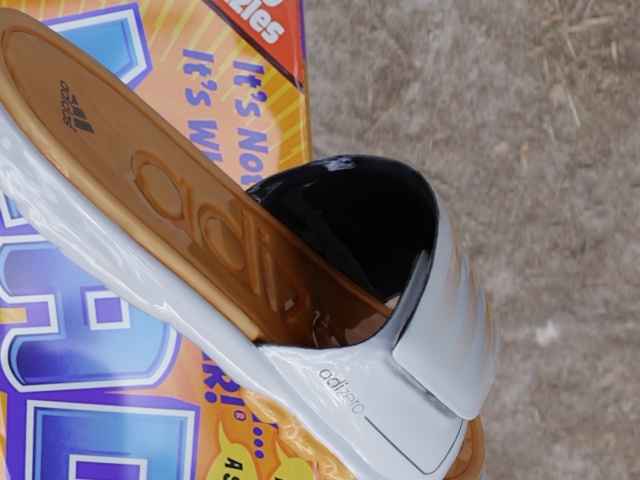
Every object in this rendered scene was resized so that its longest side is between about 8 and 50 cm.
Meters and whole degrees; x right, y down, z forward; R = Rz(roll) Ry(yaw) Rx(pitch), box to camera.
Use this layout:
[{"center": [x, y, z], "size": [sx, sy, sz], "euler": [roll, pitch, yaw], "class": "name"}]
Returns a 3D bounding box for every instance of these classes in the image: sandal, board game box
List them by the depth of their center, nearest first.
[{"center": [0.001, 0.007, 0.432], "size": [0.076, 0.102, 0.265], "euler": [-32, 134, 19], "class": "sandal"}, {"center": [-0.181, -0.033, 0.839], "size": [0.356, 0.356, 0.356], "euler": [-3, 110, 0], "class": "board game box"}]
